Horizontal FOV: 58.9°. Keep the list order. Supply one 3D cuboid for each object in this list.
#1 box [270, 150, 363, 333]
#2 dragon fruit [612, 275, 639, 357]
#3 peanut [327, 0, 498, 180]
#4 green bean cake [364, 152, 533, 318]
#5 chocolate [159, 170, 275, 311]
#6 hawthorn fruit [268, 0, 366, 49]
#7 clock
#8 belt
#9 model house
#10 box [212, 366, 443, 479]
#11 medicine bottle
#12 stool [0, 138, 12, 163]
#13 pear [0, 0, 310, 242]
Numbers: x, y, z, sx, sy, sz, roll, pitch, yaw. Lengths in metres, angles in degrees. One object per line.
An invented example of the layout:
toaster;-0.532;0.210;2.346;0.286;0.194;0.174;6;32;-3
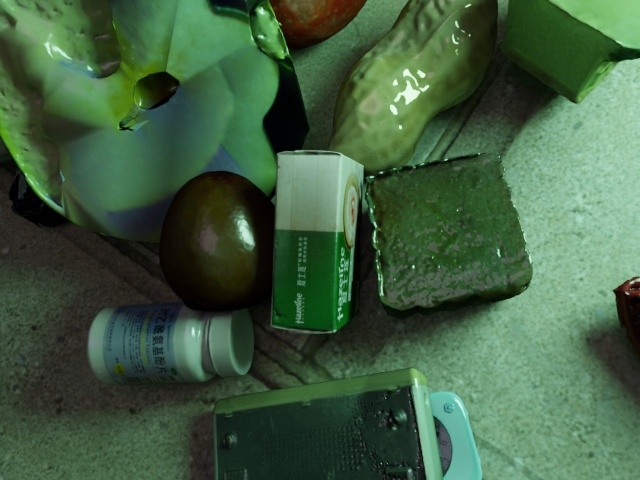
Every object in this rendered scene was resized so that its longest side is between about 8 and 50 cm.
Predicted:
box;0.000;0.000;0.667;0.081;0.135;0.199;0;92;15
dragon fruit;0.405;0.101;0.602;0.161;0.121;0.127;22;120;44
peanut;0.123;-0.217;0.748;0.149;0.149;0.313;40;86;22
green bean cake;0.147;-0.001;0.684;0.173;0.094;0.181;-12;68;9
chocolate;-0.112;-0.002;0.688;0.177;0.177;0.176;-4;70;12
hawthorn fruit;-0.044;-0.370;0.811;0.253;0.205;0.205;-43;67;4
clock;0.100;0.235;0.639;0.147;0.045;0.108;-14;68;9
belt;-0.415;-0.089;0.872;0.105;0.058;0.140;14;77;25
model house;0.342;-0.283;0.686;0.195;0.189;0.214;39;81;14
box;-0.001;0.263;0.622;0.270;0.045;0.210;-14;68;23
medicine bottle;-0.186;0.129;0.714;0.187;0.103;0.102;-4;70;12
stool;-0.525;-0.243;0.854;0.195;0.198;0.195;-38;51;3
pear;-0.218;-0.206;0.750;0.399;0.398;0.165;-19;29;7
